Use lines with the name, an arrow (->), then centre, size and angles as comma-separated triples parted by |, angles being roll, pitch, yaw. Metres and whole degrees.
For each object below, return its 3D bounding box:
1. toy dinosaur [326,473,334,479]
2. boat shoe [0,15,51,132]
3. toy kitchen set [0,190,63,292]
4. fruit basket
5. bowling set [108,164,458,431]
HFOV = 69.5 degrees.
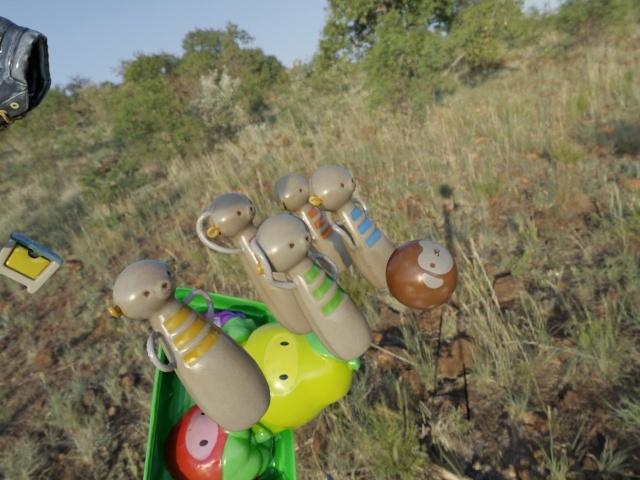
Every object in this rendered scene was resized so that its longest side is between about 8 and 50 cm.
toy dinosaur -> 0.035, 0.555, 0.920 | 0.200, 0.127, 0.296 | -43, -10, 14
boat shoe -> -0.327, -0.130, 0.458 | 0.083, 0.183, 0.065 | 19, 25, -8
toy kitchen set -> -0.426, -0.001, 0.625 | 0.122, 0.166, 0.207 | -58, 30, -11
fruit basket -> -0.131, 0.245, 0.778 | 0.283, 0.391, 0.392 | 15, 2, -28
bowling set -> 0.000, 0.000, 0.392 | 0.200, 0.154, 0.287 | -25, 18, 32
